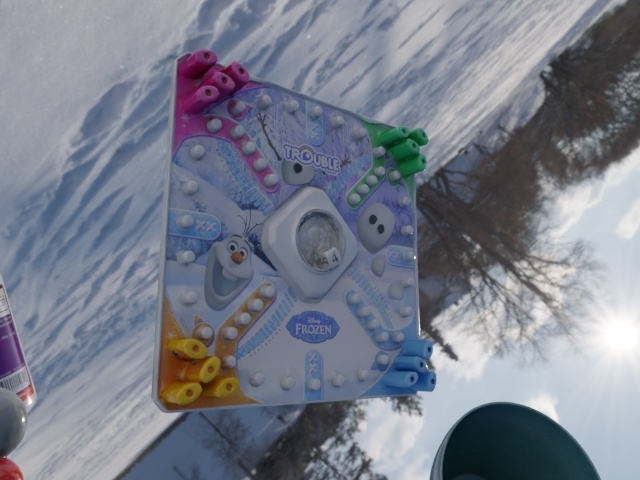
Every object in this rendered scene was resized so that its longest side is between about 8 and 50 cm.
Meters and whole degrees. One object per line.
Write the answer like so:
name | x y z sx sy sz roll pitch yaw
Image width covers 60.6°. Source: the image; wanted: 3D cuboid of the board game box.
board game box | 0.000 0.000 0.676 0.390 0.389 0.050 9 166 -38

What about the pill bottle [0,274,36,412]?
pill bottle | -0.615 0.164 0.924 0.182 0.322 0.181 -13 -174 1

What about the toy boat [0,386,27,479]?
toy boat | -0.409 0.215 0.434 0.319 0.148 0.267 -5 159 -24

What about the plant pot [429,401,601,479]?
plant pot | 0.305 0.453 0.946 0.290 0.290 0.195 -42 164 -35
